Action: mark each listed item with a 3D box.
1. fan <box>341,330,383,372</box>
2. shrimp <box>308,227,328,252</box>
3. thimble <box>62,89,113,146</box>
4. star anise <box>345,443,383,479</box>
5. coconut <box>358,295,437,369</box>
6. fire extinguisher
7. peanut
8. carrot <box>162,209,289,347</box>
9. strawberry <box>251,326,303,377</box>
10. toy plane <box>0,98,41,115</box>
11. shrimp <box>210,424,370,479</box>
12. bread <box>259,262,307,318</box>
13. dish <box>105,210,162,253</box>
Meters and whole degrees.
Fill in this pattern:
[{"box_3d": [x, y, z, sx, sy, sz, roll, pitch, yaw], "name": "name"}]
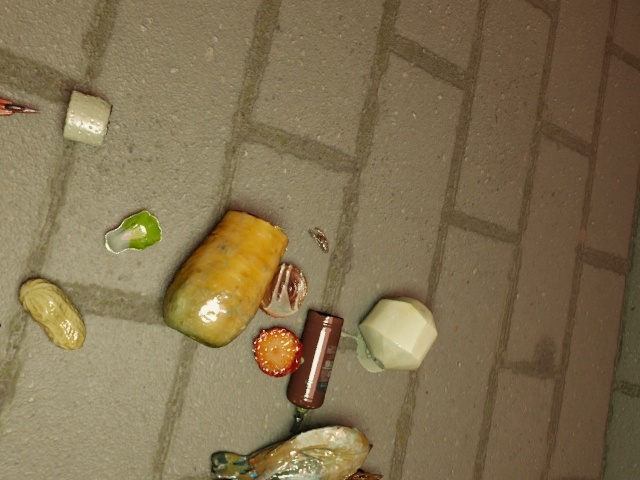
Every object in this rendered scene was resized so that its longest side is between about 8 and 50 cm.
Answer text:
[{"box_3d": [0.139, 0.323, 1.503, 0.329, 0.009, 0.190, 21, 80, -27], "name": "fan"}, {"box_3d": [0.001, -0.004, 1.419, 0.038, 0.029, 0.092, -43, 105, -21], "name": "shrimp"}, {"box_3d": [-0.547, -0.283, 1.084, 0.090, 0.102, 0.115, 11, 92, -28], "name": "thimble"}, {"box_3d": [0.067, 0.731, 1.414, 0.272, 0.102, 0.271, 10, 57, -16], "name": "star anise"}, {"box_3d": [0.235, 0.296, 1.435, 0.241, 0.241, 0.241, 0, 90, -28], "name": "coconut"}, {"box_3d": [-0.026, 0.378, 1.347, 0.114, 0.135, 0.337, 13, 82, 15], "name": "fire extinguisher"}, {"box_3d": [-0.607, 0.170, 1.058, 0.083, 0.093, 0.194, -43, 107, -36], "name": "peanut"}, {"box_3d": [-0.243, 0.096, 1.180, 0.224, 0.224, 0.340, 36, 69, -23], "name": "carrot"}, {"box_3d": [-0.119, 0.317, 1.307, 0.145, 0.086, 0.145, -3, 74, 10], "name": "strawberry"}, {"box_3d": [-0.724, -0.294, 1.015, 0.189, 0.061, 0.130, 1, 88, -32], "name": "toy plane"}, {"box_3d": [-0.075, 0.607, 1.275, 0.446, 0.110, 0.221, -5, 120, -12], "name": "shrimp"}, {"box_3d": [-0.118, 0.145, 1.330, 0.161, 0.073, 0.160, 0, 90, -32], "name": "bread"}, {"box_3d": [-0.473, -0.015, 1.160, 0.137, 0.039, 0.091, -27, 107, -25], "name": "dish"}]
